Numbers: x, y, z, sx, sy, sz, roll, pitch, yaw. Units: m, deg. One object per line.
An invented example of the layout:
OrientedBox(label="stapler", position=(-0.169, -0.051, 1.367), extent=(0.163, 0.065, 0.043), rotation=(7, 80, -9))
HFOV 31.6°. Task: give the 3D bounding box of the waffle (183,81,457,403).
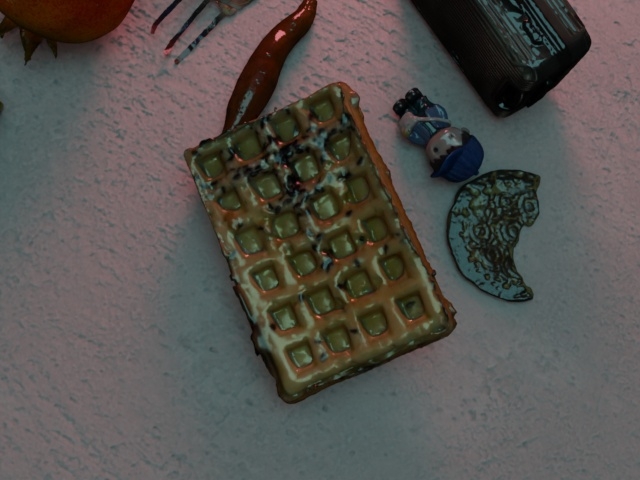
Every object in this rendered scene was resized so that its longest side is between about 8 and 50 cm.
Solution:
OrientedBox(label="waffle", position=(0.000, 0.000, 1.515), extent=(0.261, 0.114, 0.376), rotation=(-23, 81, 9))

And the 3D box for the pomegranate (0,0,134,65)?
OrientedBox(label="pomegranate", position=(-0.362, -0.364, 1.544), extent=(0.221, 0.221, 0.256), rotation=(38, 110, 2))

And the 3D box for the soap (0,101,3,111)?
OrientedBox(label="soap", position=(-0.560, -0.105, 1.523), extent=(0.174, 0.089, 0.274), rotation=(21, 76, -1))

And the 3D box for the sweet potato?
OrientedBox(label="sweet potato", position=(-0.079, -0.247, 1.622), extent=(0.057, 0.057, 0.264), rotation=(27, 75, 0))

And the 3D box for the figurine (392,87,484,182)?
OrientedBox(label="figurine", position=(0.166, -0.146, 1.622), extent=(0.086, 0.087, 0.149), rotation=(-41, 71, 5))

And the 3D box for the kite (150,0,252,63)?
OrientedBox(label="kite", position=(-0.159, -0.361, 1.636), extent=(0.229, 0.016, 0.127), rotation=(-48, 114, -10))

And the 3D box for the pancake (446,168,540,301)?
OrientedBox(label="pancake", position=(0.269, -0.014, 1.630), extent=(0.184, 0.020, 0.190), rotation=(43, 78, 4))

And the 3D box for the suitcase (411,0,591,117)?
OrientedBox(label="suitcase", position=(0.238, -0.338, 1.600), extent=(0.128, 0.202, 0.312), rotation=(-32, 83, -11))
